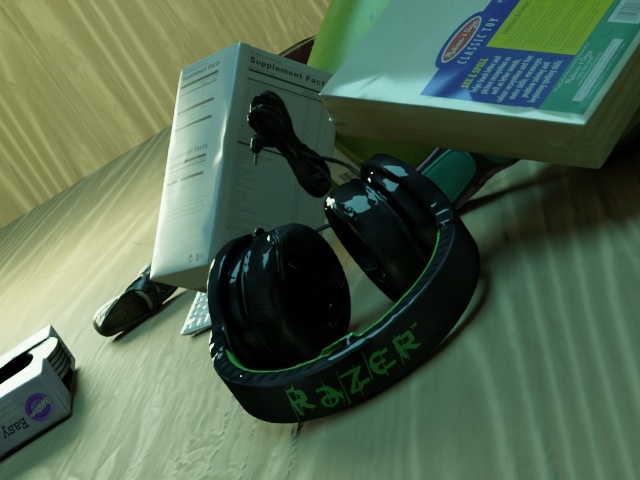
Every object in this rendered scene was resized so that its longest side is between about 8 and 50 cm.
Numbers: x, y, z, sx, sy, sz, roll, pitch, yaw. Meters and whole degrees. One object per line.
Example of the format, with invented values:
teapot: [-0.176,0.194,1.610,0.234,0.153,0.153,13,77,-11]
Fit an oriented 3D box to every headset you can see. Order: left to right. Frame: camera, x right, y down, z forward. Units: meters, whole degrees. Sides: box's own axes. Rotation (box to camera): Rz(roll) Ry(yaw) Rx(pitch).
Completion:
headset: [0.000,0.000,1.385,0.243,0.185,0.394,-30,24,10]

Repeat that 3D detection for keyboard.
keyboard: [-0.101,0.015,1.839,0.072,0.014,0.256,-26,29,34]

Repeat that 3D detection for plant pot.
plant pot: [0.097,-0.192,1.821,0.293,0.275,0.275,-56,21,-22]

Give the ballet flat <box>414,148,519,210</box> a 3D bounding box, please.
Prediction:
ballet flat: [0.165,-0.098,1.547,0.079,0.077,0.221,-40,-4,-46]

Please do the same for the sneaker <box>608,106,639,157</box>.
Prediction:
sneaker: [0.256,-0.192,1.499,0.158,0.182,0.410,-33,13,-2]

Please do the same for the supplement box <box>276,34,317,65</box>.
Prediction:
supplement box: [-0.059,-0.172,2.091,0.191,0.129,0.194,-32,8,-6]

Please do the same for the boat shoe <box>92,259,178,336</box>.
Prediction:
boat shoe: [-0.224,0.073,1.997,0.152,0.056,0.049,-44,18,-6]

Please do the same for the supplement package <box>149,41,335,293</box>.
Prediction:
supplement package: [-0.079,-0.068,1.671,0.134,0.139,0.244,-14,64,56]

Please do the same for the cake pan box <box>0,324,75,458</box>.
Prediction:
cake pan box: [-0.411,0.215,1.862,0.267,0.070,0.246,-32,14,1]

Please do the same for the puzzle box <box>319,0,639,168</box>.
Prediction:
puzzle box: [0.212,-0.231,1.408,0.272,0.052,0.409,11,51,37]
